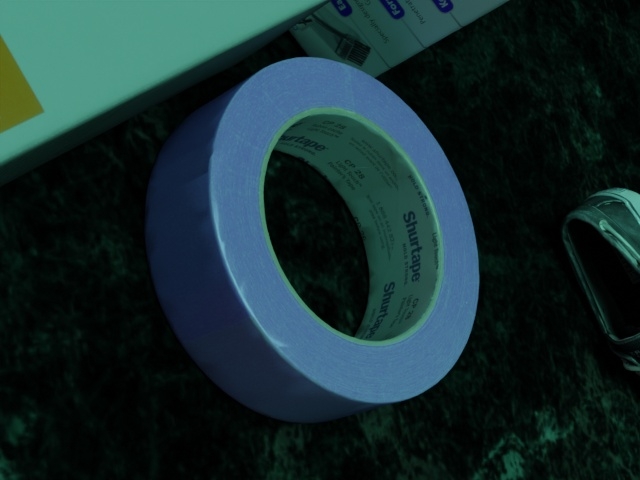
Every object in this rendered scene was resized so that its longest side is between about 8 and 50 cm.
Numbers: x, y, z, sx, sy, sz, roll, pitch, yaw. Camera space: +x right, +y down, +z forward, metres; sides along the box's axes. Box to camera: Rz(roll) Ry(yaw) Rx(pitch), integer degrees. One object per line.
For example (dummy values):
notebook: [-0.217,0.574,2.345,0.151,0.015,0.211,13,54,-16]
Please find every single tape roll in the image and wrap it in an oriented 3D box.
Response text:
tape roll: [0.000,0.000,0.945,0.274,0.090,0.275,18,61,-38]

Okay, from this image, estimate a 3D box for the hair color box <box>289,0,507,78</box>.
hair color box: [0.092,-0.271,0.961,0.185,0.339,0.110,51,45,-14]

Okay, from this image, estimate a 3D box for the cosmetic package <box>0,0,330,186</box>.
cosmetic package: [-0.205,-0.167,0.773,0.453,0.161,0.230,-38,100,-45]

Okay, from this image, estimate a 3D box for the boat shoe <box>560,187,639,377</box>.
boat shoe: [0.334,0.093,1.204,0.102,0.108,0.301,-25,89,-45]
